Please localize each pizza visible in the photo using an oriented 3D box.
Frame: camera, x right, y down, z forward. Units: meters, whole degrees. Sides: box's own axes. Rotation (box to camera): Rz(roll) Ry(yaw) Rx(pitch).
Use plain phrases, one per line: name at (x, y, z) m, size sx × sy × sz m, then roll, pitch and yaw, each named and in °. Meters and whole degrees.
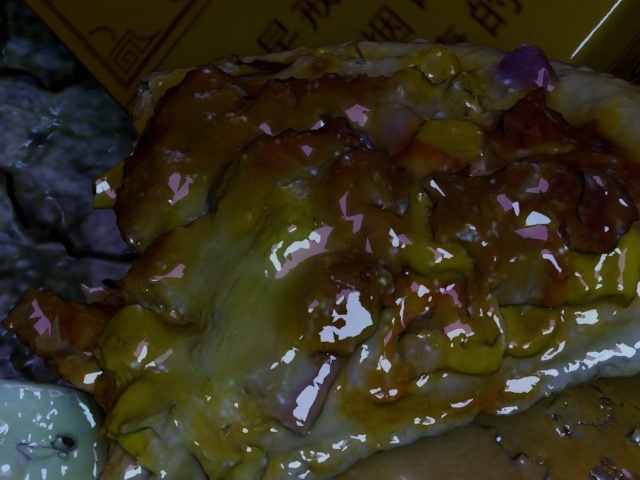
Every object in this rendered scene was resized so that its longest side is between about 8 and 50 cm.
pizza at (0.000, 0.000, 0.562) m, size 0.289 × 0.081 × 0.229 m, roll 16°, pitch 50°, yaw 38°

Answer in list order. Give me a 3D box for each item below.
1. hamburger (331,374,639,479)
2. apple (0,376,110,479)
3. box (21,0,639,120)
hamburger at (0.074, 0.179, 0.577) m, size 0.284 × 0.174 × 0.304 m, roll 1°, pitch 58°, yaw -7°
apple at (-0.197, 0.134, 0.632) m, size 0.265 × 0.120 × 0.193 m, roll 5°, pitch 86°, yaw 6°
box at (-0.020, -0.181, 0.771) m, size 0.415 × 0.116 × 0.264 m, roll 45°, pitch 104°, yaw 26°
